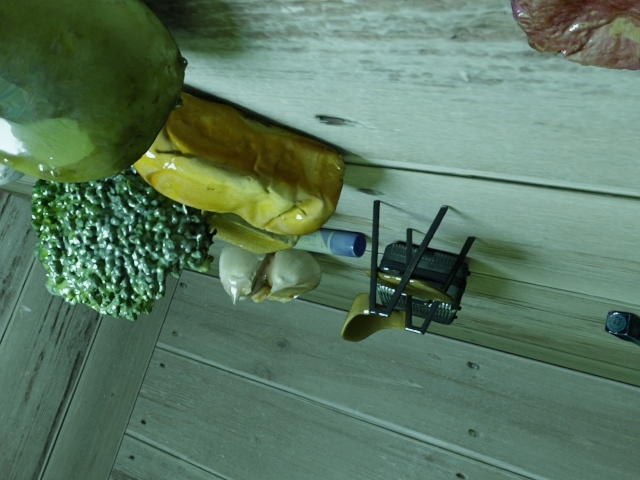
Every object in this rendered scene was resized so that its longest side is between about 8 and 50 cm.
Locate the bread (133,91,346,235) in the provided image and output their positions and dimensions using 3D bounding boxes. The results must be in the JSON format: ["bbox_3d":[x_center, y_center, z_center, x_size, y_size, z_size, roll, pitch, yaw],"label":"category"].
[{"bbox_3d":[-0.117,-0.103,0.775,0.294,0.132,0.167,22,161,-14],"label":"bread"}]

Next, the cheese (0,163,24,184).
[{"bbox_3d":[-0.658,-0.199,1.030,0.197,0.155,0.189,23,150,-9],"label":"cheese"}]

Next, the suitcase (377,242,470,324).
[{"bbox_3d":[0.240,0.108,1.253,0.202,0.128,0.312,14,168,15],"label":"suitcase"}]

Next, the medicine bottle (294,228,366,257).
[{"bbox_3d":[0.000,0.000,1.265,0.230,0.059,0.059,7,165,38],"label":"medicine bottle"}]

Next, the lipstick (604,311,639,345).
[{"bbox_3d":[0.781,0.233,1.274,0.312,0.051,0.051,23,166,-36],"label":"lipstick"}]

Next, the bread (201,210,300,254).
[{"bbox_3d":[-0.153,-0.052,1.120,0.184,0.114,0.274,24,166,-17],"label":"bread"}]

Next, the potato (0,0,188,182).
[{"bbox_3d":[-0.288,-0.179,0.510,0.307,0.210,0.173,27,-152,-12],"label":"potato"}]

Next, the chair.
[{"bbox_3d":[0.147,0.074,0.935,0.172,0.247,0.158,7,166,36],"label":"chair"}]

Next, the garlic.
[{"bbox_3d":[-0.158,0.099,1.555,0.286,0.250,0.313,31,169,13],"label":"garlic"}]

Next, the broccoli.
[{"bbox_3d":[-0.339,-0.043,0.921,0.272,0.334,0.324,-99,-17,-73],"label":"broccoli"}]

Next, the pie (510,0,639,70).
[{"bbox_3d":[0.192,-0.151,0.329,0.153,0.038,0.153,18,170,3],"label":"pie"}]
